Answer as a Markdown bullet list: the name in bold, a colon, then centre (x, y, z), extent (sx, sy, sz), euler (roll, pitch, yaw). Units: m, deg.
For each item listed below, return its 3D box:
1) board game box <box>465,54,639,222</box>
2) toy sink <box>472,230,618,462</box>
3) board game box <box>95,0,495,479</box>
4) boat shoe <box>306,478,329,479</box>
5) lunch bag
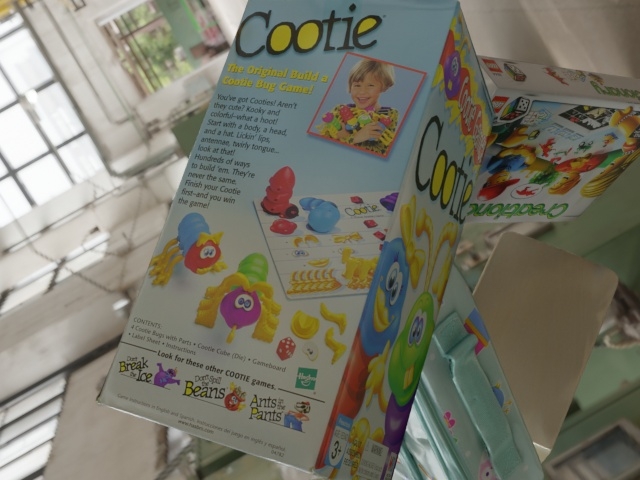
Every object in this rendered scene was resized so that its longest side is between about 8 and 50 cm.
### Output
- **board game box**: centre (0.229, -0.099, 0.923), extent (0.193, 0.305, 0.053), euler (-55, 49, 40)
- **toy sink**: centre (0.244, 0.133, 1.045), extent (0.153, 0.234, 0.131), euler (22, 160, 15)
- **board game box**: centre (0.000, 0.000, 0.540), extent (0.144, 0.275, 0.142), euler (12, 165, 25)
- **boat shoe**: centre (-0.006, 0.317, 0.990), extent (0.233, 0.084, 0.079), euler (-31, 55, 50)
- **lunch bag**: centre (0.067, 0.114, 0.733), extent (0.224, 0.108, 0.279), euler (22, 145, 60)
